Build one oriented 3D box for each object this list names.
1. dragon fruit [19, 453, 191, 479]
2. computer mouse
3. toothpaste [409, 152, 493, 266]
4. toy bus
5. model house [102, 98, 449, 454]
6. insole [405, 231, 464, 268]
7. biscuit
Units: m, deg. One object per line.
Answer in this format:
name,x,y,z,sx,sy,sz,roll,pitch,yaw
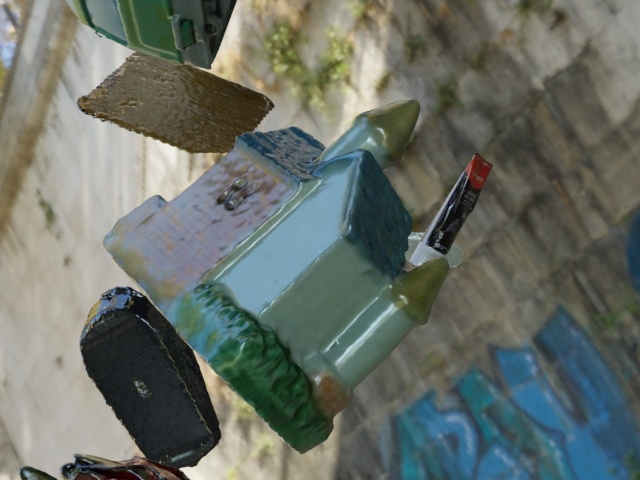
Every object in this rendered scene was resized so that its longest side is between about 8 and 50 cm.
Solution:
dragon fruit,-0.190,0.305,1.059,0.193,0.274,0.192,-36,16,-12
computer mouse,-0.249,0.203,1.630,0.168,0.295,0.087,-26,5,33
toothpaste,0.199,-0.040,1.629,0.193,0.045,0.071,-59,-32,2
toy bus,-0.160,-0.380,1.209,0.183,0.199,0.343,91,-165,-67
model house,0.000,0.000,1.066,0.325,0.267,0.194,-45,-48,-5
insole,0.151,0.012,1.849,0.192,0.063,0.010,9,-22,12
biscuit,-0.205,-0.201,1.584,0.232,0.237,0.013,-60,-11,-54
